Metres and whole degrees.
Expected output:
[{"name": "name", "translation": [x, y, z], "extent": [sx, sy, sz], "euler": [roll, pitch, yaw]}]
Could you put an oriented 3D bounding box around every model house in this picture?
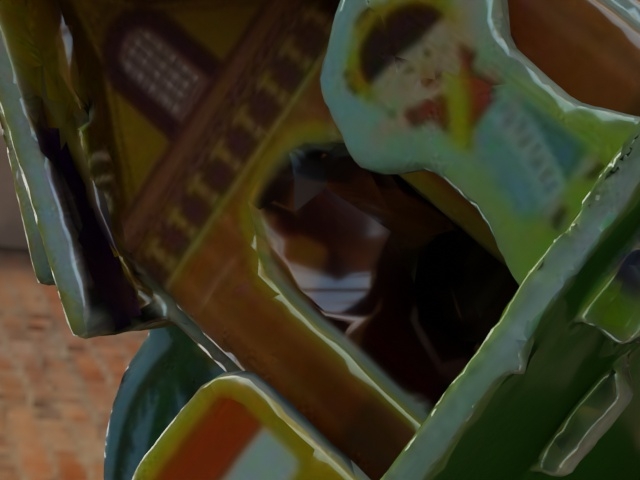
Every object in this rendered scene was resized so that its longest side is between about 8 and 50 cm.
[{"name": "model house", "translation": [-0.037, -0.004, 0.598], "extent": [0.323, 0.300, 0.340], "euler": [43, 110, 22]}]
